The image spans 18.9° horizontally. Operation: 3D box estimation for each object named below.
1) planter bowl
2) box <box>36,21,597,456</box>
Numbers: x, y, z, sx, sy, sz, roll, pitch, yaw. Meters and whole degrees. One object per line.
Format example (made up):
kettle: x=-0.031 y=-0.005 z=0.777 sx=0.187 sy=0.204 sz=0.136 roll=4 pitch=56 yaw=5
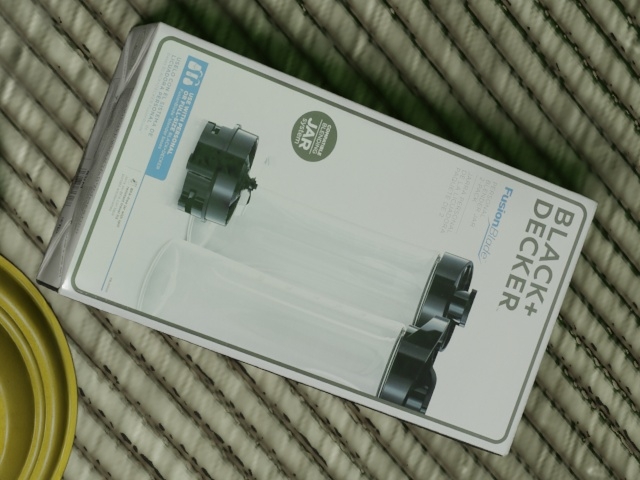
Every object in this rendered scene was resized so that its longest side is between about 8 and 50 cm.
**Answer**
planter bowl: x=-0.235 y=0.098 z=1.068 sx=0.217 sy=0.090 sz=0.217 roll=-1 pitch=92 yaw=-17
box: x=0.000 y=0.000 z=1.137 sx=0.290 sy=0.087 sz=0.169 roll=22 pitch=86 yaw=-17
